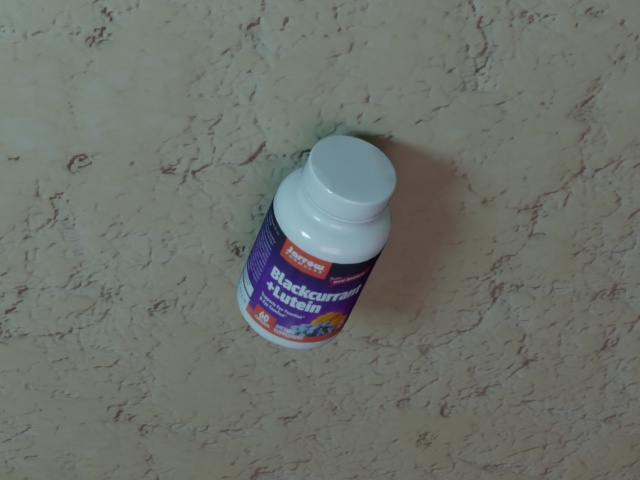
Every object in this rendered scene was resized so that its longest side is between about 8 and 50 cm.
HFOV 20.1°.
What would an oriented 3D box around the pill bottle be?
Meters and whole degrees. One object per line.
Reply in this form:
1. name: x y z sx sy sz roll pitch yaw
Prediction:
1. pill bottle: 0.000 0.000 1.609 0.108 0.108 0.193 7 138 -17
